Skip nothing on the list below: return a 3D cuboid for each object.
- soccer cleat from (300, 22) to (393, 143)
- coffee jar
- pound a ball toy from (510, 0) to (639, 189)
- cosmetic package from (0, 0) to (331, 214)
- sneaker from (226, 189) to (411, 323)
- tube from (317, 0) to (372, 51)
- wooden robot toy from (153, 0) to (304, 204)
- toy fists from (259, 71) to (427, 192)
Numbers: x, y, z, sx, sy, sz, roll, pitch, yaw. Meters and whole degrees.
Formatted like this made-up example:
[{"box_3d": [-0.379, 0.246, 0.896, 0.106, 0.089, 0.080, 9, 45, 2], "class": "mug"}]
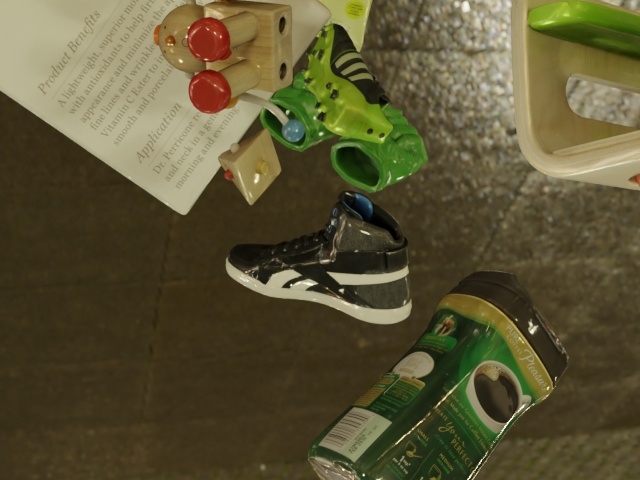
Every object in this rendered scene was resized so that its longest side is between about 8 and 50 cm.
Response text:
[{"box_3d": [0.026, -0.148, 1.128, 0.072, 0.179, 0.060, 22, 121, -22], "class": "soccer cleat"}, {"box_3d": [0.083, 0.108, 0.784, 0.096, 0.184, 0.079, 54, 157, -22], "class": "coffee jar"}, {"box_3d": [0.251, -0.078, 0.612, 0.319, 0.136, 0.208, 4, 170, -41], "class": "pound a ball toy"}, {"box_3d": [-0.114, -0.139, 0.733, 0.183, 0.151, 0.151, 36, 98, -12], "class": "cosmetic package"}, {"box_3d": [0.000, 0.000, 1.218, 0.216, 0.079, 0.121, 14, 114, 27], "class": "sneaker"}, {"box_3d": [0.043, -0.336, 1.356, 0.062, 0.070, 0.240, -13, 135, -45], "class": "tube"}, {"box_3d": [-0.059, -0.108, 0.601, 0.079, 0.173, 0.076, 13, -156, 31], "class": "wooden robot toy"}, {"box_3d": [0.044, -0.184, 1.906, 0.142, 0.279, 0.096, -32, 143, -45], "class": "toy fists"}]
